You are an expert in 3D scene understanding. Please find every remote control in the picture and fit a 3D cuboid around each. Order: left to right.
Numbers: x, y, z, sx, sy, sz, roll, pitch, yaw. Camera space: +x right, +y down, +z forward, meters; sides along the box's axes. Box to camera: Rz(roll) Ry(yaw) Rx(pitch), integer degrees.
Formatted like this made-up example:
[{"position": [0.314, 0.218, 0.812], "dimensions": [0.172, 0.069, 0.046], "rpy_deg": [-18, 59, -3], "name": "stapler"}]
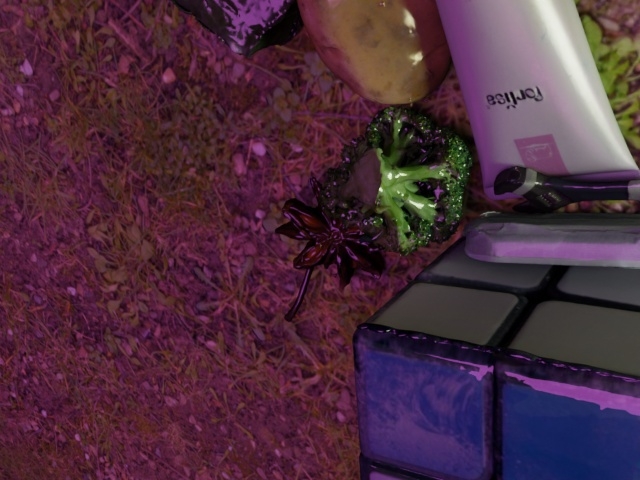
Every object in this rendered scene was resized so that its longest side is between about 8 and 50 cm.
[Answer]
[{"position": [0.287, -0.002, 0.828], "dimensions": [0.247, 0.104, 0.052], "rpy_deg": [2, 105, 25], "name": "remote control"}]

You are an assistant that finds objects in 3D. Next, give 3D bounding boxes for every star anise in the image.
[{"position": [-0.003, 0.002, 1.036], "dimensions": [0.233, 0.073, 0.177], "rpy_deg": [-29, 102, 21], "name": "star anise"}]

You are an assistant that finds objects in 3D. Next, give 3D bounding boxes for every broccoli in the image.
[{"position": [0.093, -0.073, 0.897], "dimensions": [0.195, 0.156, 0.196], "rpy_deg": [-3, 85, 43], "name": "broccoli"}]

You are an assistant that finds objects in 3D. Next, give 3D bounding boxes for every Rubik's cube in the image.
[{"position": [0.242, 0.197, 0.821], "dimensions": [0.316, 0.313, 0.319], "rpy_deg": [9, 114, 30], "name": "Rubik's cube"}]

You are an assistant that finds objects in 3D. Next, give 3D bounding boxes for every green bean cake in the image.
[{"position": [-0.101, -0.389, 0.899], "dimensions": [0.255, 0.132, 0.241], "rpy_deg": [37, 122, 8], "name": "green bean cake"}]

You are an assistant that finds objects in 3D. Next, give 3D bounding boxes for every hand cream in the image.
[{"position": [0.214, -0.194, 0.783], "dimensions": [0.185, 0.118, 0.359], "rpy_deg": [-7, 124, 34], "name": "hand cream"}]

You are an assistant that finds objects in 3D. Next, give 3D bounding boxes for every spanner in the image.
[{"position": [0.353, -0.054, 0.807], "dimensions": [0.315, 0.024, 0.087], "rpy_deg": [0, 151, 27], "name": "spanner"}]

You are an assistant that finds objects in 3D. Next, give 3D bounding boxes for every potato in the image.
[{"position": [0.056, -0.258, 0.838], "dimensions": [0.234, 0.128, 0.161], "rpy_deg": [26, 114, -23], "name": "potato"}]
